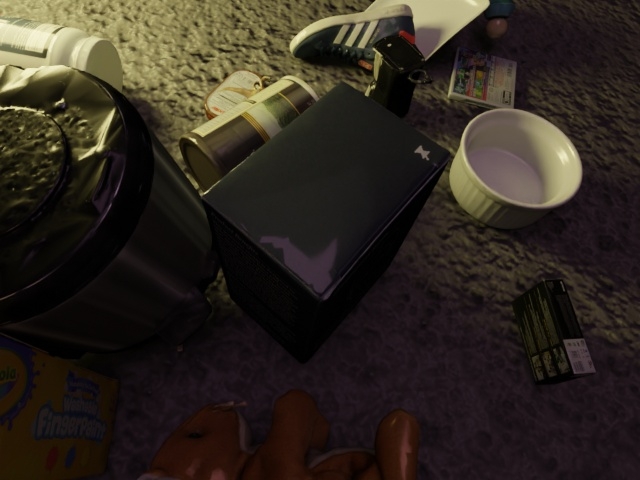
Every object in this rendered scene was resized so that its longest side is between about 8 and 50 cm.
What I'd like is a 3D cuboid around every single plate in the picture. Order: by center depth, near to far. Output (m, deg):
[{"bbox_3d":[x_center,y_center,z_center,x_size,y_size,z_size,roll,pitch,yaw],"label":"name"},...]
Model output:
[{"bbox_3d":[0.291,-0.649,1.219,0.278,0.045,0.277,-38,68,19],"label":"plate"}]

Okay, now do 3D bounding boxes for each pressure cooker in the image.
[{"bbox_3d":[-0.365,-0.007,0.683,0.374,0.420,0.370,-7,70,2],"label":"pressure cooker"}]

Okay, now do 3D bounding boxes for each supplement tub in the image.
[{"bbox_3d":[-0.630,-0.400,0.983,0.271,0.191,0.191,11,63,-1],"label":"supplement tub"}]

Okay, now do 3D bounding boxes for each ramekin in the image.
[{"bbox_3d":[0.445,-0.161,1.004,0.276,0.135,0.278,2,63,-4],"label":"ramekin"}]

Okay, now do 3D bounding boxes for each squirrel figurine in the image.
[{"bbox_3d":[-0.081,0.414,0.591,0.369,0.281,0.398,9,60,6],"label":"squirrel figurine"}]

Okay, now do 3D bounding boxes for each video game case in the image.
[{"bbox_3d":[0.468,-0.463,1.222,0.183,0.023,0.202,16,64,2],"label":"video game case"}]

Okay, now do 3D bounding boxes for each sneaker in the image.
[{"bbox_3d":[0.095,-0.527,1.166,0.349,0.131,0.148,-13,95,3],"label":"sneaker"}]

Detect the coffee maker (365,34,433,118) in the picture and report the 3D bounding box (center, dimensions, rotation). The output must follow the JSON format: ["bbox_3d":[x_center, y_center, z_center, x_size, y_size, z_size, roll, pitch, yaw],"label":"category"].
[{"bbox_3d":[0.185,-0.384,1.065,0.120,0.178,0.171,-8,62,-7],"label":"coffee maker"}]

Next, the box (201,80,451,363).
[{"bbox_3d":[0.000,0.000,0.731,0.212,0.396,0.293,39,66,13],"label":"box"}]

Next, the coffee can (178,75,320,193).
[{"bbox_3d":[-0.134,-0.205,0.929,0.275,0.202,0.201,-39,73,-22],"label":"coffee can"}]

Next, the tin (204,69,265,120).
[{"bbox_3d":[-0.221,-0.372,1.099,0.106,0.040,0.190,28,64,13],"label":"tin"}]

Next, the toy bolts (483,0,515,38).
[{"bbox_3d":[0.466,-0.680,1.276,0.228,0.159,0.218,11,18,33],"label":"toy bolts"}]

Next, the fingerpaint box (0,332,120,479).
[{"bbox_3d":[-0.525,0.229,0.534,0.370,0.445,0.163,1,64,-6],"label":"fingerpaint box"}]

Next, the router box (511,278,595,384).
[{"bbox_3d":[0.447,0.181,0.831,0.045,0.133,0.179,-2,64,-6],"label":"router box"}]

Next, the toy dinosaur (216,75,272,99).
[{"bbox_3d":[-0.157,-0.362,1.056,0.183,0.053,0.093,27,68,-15],"label":"toy dinosaur"}]

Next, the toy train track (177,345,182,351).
[{"bbox_3d":[-0.276,0.175,0.829,0.048,0.014,0.084,-4,69,-16],"label":"toy train track"}]
